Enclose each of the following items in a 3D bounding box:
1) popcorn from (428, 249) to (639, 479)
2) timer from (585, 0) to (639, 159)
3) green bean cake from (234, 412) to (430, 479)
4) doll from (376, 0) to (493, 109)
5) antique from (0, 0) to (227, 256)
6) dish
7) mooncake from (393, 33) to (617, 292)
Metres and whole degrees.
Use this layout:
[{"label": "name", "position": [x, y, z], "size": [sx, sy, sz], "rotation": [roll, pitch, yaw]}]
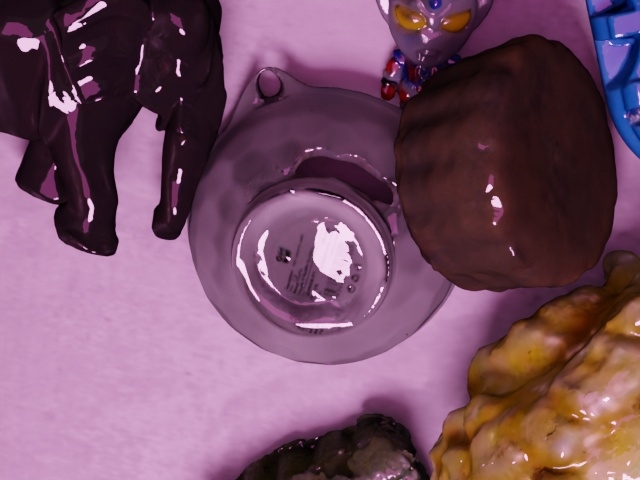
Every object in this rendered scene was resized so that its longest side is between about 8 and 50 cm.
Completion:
[{"label": "popcorn", "position": [0.262, 0.182, 1.314], "size": [0.335, 0.274, 0.279], "rotation": [-31, 101, 10]}, {"label": "timer", "position": [0.394, -0.223, 1.298], "size": [0.309, 0.115, 0.340], "rotation": [-12, 101, 10]}, {"label": "green bean cake", "position": [0.021, 0.321, 1.438], "size": [0.241, 0.132, 0.255], "rotation": [-23, 100, 12]}, {"label": "doll", "position": [0.100, -0.196, 1.350], "size": [0.104, 0.062, 0.195], "rotation": [14, 114, 19]}, {"label": "antique", "position": [-0.240, -0.151, 1.323], "size": [0.322, 0.185, 0.255], "rotation": [24, 104, 2]}, {"label": "dish", "position": [0.000, 0.000, 1.355], "size": [0.303, 0.120, 0.303], "rotation": [3, 110, 8]}, {"label": "mooncake", "position": [0.166, -0.063, 1.299], "size": [0.124, 0.228, 0.228], "rotation": [-7, 104, 40]}]
